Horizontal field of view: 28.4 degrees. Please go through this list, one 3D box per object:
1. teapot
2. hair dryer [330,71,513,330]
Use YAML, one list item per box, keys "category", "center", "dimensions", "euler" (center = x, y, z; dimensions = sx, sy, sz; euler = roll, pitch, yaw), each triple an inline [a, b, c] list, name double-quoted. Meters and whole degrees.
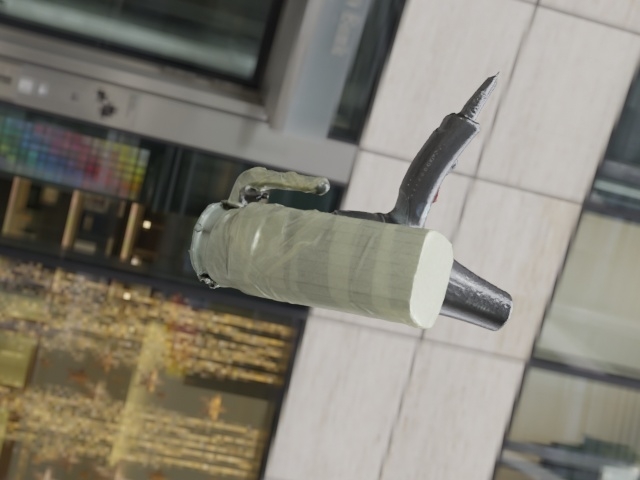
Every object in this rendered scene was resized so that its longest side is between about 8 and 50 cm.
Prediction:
- category: "teapot"
  center: [0.000, 0.000, 0.997]
  dimensions: [0.077, 0.200, 0.107]
  euler: [32, 70, -63]
- category: "hair dryer"
  center: [0.142, -0.045, 1.315]
  dimensions: [0.271, 0.235, 0.091]
  euler: [-64, -159, 7]
